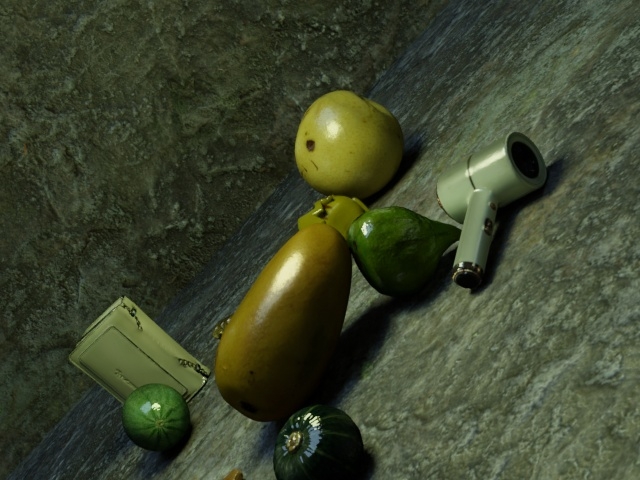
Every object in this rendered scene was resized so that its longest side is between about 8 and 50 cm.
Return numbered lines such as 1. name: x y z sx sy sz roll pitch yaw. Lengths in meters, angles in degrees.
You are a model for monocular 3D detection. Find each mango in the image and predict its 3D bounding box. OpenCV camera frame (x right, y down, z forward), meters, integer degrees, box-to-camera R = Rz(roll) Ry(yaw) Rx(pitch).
1. mango: -0.065 0.171 1.736 0.446 0.232 0.300 -64 4 -5

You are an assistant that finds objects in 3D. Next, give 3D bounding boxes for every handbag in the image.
1. handbag: -0.540 0.361 2.452 0.236 0.358 0.160 -41 14 20

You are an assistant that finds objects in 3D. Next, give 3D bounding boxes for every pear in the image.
1. pear: 0.087 -0.284 2.462 0.348 0.348 0.348 -43 15 14

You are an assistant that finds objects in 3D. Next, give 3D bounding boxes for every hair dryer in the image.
1. hair dryer: 0.315 -0.039 1.591 0.203 0.128 0.362 -31 29 44

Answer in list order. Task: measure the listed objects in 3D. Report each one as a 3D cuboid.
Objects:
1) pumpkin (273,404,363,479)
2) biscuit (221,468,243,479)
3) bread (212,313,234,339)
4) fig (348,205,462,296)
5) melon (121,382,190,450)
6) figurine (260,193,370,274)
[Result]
1. pumpkin: -0.004 0.359 1.375 0.167 0.125 0.167 -40 39 42
2. biscuit: -0.203 0.545 1.646 0.133 0.027 0.184 -43 16 12
3. bread: -0.290 0.272 2.583 0.110 0.060 0.066 -36 -14 36
4. fig: 0.189 0.000 1.703 0.235 0.203 0.203 -28 13 -5
5. melon: -0.455 0.483 2.231 0.182 0.182 0.287 -51 18 -17
6. figurine: 0.004 -0.005 2.256 0.218 0.169 0.327 -36 16 53
